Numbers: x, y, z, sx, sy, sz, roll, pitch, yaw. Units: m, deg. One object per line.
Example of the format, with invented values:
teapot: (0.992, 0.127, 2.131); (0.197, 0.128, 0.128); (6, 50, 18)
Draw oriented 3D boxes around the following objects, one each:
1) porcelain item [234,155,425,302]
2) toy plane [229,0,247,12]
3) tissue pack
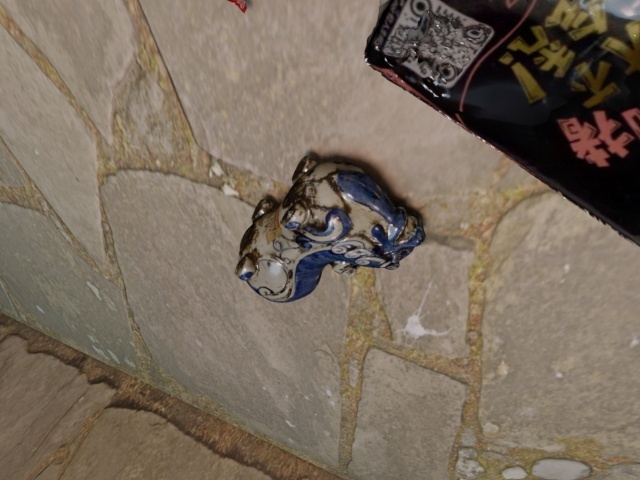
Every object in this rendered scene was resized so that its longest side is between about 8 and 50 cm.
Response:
porcelain item: (0.000, 0.000, 0.647); (0.186, 0.138, 0.288); (26, 140, -22)
toy plane: (-0.059, -0.289, 0.432); (0.060, 0.037, 0.145); (37, 138, -24)
tissue pack: (0.214, -0.155, 0.336); (0.332, 0.123, 0.245); (34, 147, 2)
